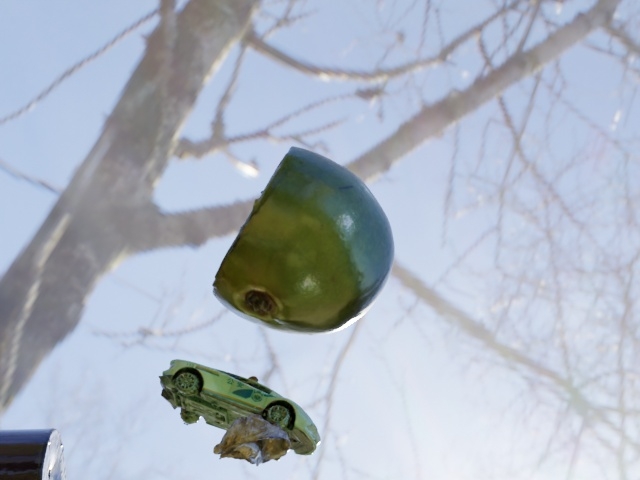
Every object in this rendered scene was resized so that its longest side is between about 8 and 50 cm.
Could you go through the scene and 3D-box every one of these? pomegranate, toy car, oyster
[{"bbox_3d":[-0.007,0.013,1.539,0.159,0.190,0.241,29,2,-2],"label":"pomegranate"},{"bbox_3d":[-0.083,0.177,1.567,0.186,0.058,0.093,19,-32,11],"label":"toy car"},{"bbox_3d":[-0.073,0.204,1.478,0.038,0.080,0.083,60,-15,27],"label":"oyster"}]

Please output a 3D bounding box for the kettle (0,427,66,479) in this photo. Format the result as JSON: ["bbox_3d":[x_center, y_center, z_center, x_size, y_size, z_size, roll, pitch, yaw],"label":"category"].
[{"bbox_3d":[-0.360,0.259,1.339,0.232,0.202,0.144,-2,-65,0],"label":"kettle"}]
